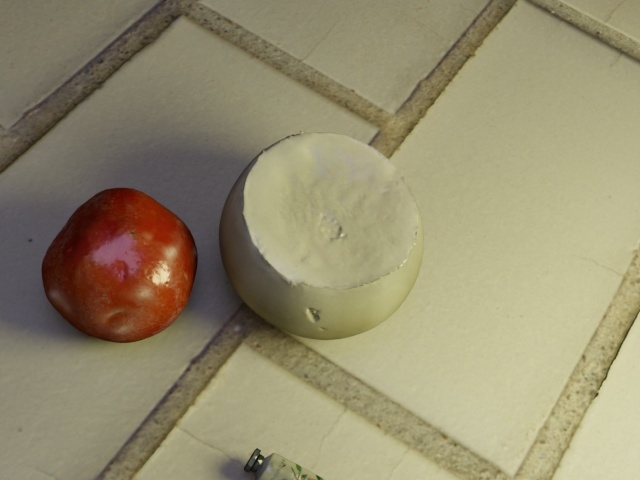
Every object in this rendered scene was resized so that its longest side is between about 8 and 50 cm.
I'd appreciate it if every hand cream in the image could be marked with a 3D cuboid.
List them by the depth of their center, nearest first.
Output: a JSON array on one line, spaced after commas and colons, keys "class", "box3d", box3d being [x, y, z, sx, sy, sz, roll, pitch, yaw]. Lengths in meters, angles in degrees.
[{"class": "hand cream", "box3d": [-0.001, 0.370, 1.223, 0.234, 0.050, 0.080, 31, 56, 2]}]

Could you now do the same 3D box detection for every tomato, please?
[{"class": "tomato", "box3d": [-0.291, 0.036, 1.282, 0.232, 0.188, 0.231, 4, 62, -7]}]

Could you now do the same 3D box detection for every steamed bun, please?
[{"class": "steamed bun", "box3d": [0.000, 0.000, 1.341, 0.325, 0.206, 0.324, 5, 60, -9]}]
